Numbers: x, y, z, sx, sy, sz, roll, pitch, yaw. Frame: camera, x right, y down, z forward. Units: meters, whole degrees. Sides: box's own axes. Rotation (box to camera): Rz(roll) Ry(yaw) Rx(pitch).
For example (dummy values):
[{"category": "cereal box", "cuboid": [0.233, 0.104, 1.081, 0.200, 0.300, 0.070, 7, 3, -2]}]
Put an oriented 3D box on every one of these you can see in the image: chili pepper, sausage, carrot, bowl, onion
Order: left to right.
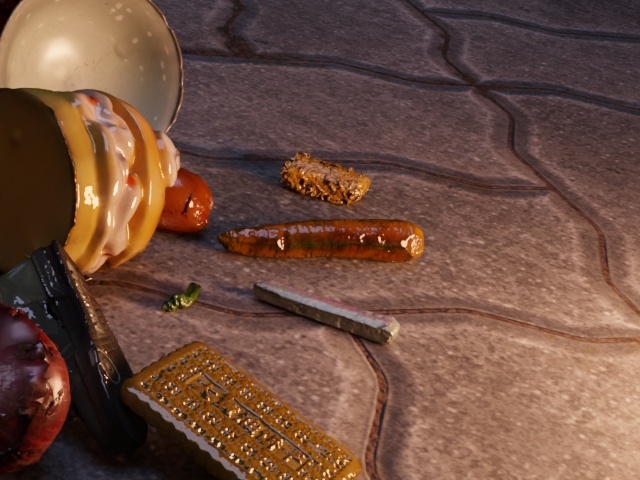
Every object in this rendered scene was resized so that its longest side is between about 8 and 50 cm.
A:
[{"category": "onion", "cuboid": [-0.342, 0.160, 1.326, 0.184, 0.184, 0.147, 16, -10, 8]}, {"category": "bowl", "cuboid": [-0.388, -0.257, 2.037, 0.313, 0.313, 0.146, -5, 3, -31]}, {"category": "sausage", "cuboid": [-0.319, -0.083, 1.859, 0.330, 0.102, 0.102, 12, 26, -1]}, {"category": "chili pepper", "cuboid": [-0.182, 0.077, 1.691, 0.027, 0.022, 0.083, 51, 33, 2]}, {"category": "carrot", "cuboid": [0.000, 0.000, 1.880, 0.314, 0.066, 0.066, 0, 29, -17]}]

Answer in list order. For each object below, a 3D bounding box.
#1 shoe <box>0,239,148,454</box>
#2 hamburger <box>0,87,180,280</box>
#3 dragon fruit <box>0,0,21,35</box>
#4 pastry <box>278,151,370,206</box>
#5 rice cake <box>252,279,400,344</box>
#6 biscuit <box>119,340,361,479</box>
[{"category": "shoe", "cuboid": [-0.305, 0.143, 1.441, 0.149, 0.109, 0.293, -30, 55, 1]}, {"category": "hamburger", "cuboid": [-0.318, -0.075, 1.688, 0.276, 0.276, 0.237, 32, 22, 35]}, {"category": "dragon fruit", "cuboid": [-0.535, -0.362, 2.164, 0.302, 0.240, 0.330, 14, 29, -34]}, {"category": "pastry", "cuboid": [0.007, -0.099, 2.083, 0.140, 0.056, 0.080, 23, 35, 7]}, {"category": "rice cake", "cuboid": [0.007, 0.094, 1.723, 0.207, 0.033, 0.033, 18, 37, 13]}, {"category": "biscuit", "cuboid": [-0.081, 0.208, 1.390, 0.254, 0.029, 0.172, 37, 26, 13]}]
